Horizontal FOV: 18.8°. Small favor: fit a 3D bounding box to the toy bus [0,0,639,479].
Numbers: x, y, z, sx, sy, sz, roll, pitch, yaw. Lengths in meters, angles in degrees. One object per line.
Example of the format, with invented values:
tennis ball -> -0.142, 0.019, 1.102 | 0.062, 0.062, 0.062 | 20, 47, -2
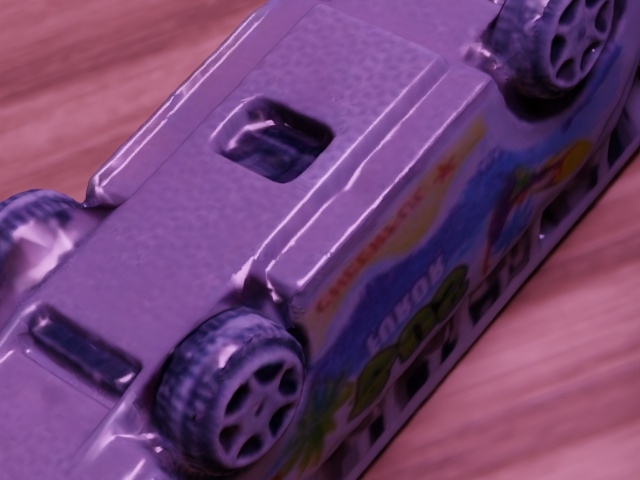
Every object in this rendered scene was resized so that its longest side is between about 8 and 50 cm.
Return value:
toy bus -> 0.000, 0.000, 0.618 | 0.109, 0.136, 0.329 | 29, 65, 32
